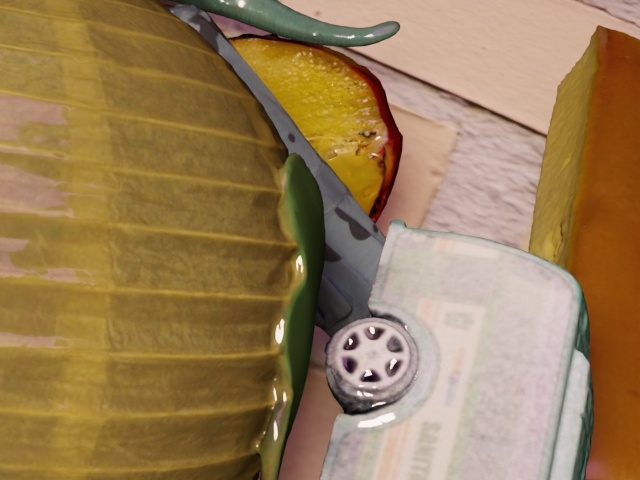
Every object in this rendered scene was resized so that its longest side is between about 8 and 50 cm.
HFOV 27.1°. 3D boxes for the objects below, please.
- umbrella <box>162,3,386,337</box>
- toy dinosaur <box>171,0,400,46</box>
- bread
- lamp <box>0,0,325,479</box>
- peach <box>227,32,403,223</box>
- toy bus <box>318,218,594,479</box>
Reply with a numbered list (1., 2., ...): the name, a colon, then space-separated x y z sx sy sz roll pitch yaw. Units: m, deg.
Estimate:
1. umbrella: -0.002 0.001 0.600 0.250 0.053 0.052 52 -2 -15
2. toy dinosaur: -0.182 -0.213 0.809 0.383 0.129 0.331 0 37 -23
3. bread: 0.174 0.032 0.684 0.138 0.077 0.361 28 42 -8
4. lamp: -0.122 -0.010 0.472 0.250 0.284 0.250 4 4 0
5. peach: -0.042 -0.034 0.670 0.172 0.092 0.127 -24 51 -28
6. toy bus: 0.034 0.120 0.488 0.109 0.091 0.262 8 61 16
